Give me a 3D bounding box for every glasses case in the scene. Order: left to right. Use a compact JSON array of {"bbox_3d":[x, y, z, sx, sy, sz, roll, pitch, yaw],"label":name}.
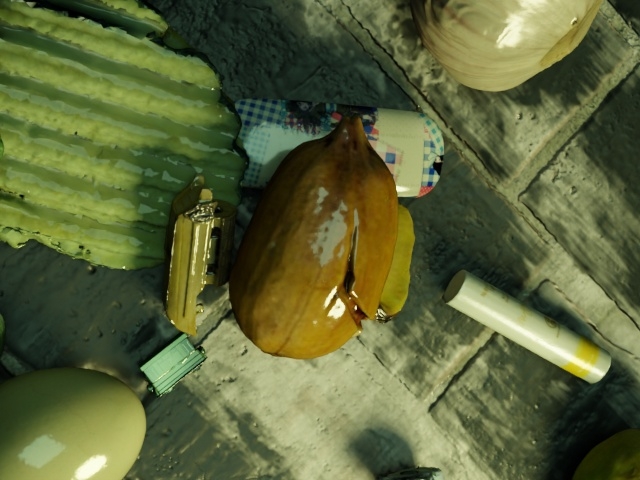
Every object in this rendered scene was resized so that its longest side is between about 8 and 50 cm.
[{"bbox_3d":[0.015,-0.127,1.355,0.328,0.076,0.125,3,88,-13],"label":"glasses case"}]

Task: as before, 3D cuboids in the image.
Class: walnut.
[{"bbox_3d":[0.000,0.000,1.255,0.209,0.209,0.336,13,107,-13],"label":"walnut"}]

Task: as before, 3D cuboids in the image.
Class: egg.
[{"bbox_3d":[-0.334,0.250,1.196,0.242,0.186,0.186,-22,93,-16],"label":"egg"}]

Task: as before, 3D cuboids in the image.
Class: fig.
[{"bbox_3d":[0.441,0.367,1.416,0.234,0.167,0.167,-25,95,23],"label":"fig"}]

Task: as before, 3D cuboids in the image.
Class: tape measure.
[{"bbox_3d":[0.127,0.346,1.360,0.094,0.091,0.054,-9,83,3],"label":"tape measure"}]

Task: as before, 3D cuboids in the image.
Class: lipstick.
[{"bbox_3d":[0.304,0.127,1.426,0.264,0.059,0.059,29,81,-12],"label":"lipstick"}]

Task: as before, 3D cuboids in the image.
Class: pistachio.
[{"bbox_3d":[0.083,0.031,1.380,0.090,0.049,0.172,13,82,-36],"label":"pistachio"}]

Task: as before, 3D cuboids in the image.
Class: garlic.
[{"bbox_3d":[0.257,-0.365,1.314,0.259,0.317,0.317,34,79,15],"label":"garlic"}]

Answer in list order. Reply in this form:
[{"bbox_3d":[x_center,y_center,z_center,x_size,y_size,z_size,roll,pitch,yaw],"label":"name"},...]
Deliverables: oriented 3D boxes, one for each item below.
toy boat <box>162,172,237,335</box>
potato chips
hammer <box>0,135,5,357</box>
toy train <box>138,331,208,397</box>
[{"bbox_3d":[-0.158,0.023,1.268,0.088,0.068,0.226,-2,120,-20],"label":"toy boat"},{"bbox_3d":[-0.292,-0.143,1.238,0.429,0.070,0.358,16,102,-15],"label":"potato chips"},{"bbox_3d":[-0.455,0.015,1.176,0.206,0.119,0.335,20,102,-14],"label":"hammer"},{"bbox_3d":[-0.200,0.167,1.310,0.093,0.038,0.056,-38,94,-12],"label":"toy train"}]
